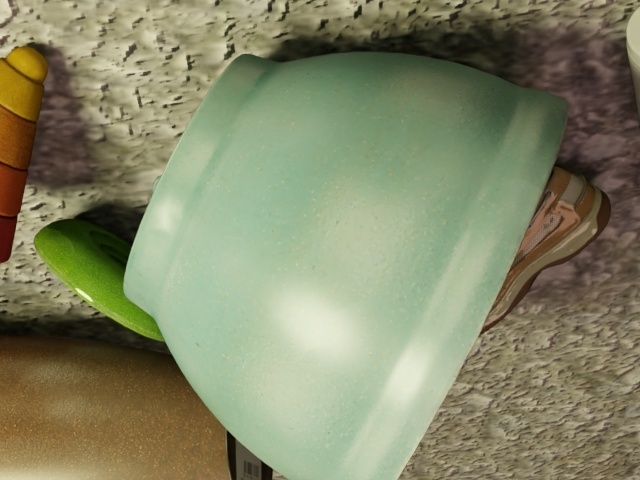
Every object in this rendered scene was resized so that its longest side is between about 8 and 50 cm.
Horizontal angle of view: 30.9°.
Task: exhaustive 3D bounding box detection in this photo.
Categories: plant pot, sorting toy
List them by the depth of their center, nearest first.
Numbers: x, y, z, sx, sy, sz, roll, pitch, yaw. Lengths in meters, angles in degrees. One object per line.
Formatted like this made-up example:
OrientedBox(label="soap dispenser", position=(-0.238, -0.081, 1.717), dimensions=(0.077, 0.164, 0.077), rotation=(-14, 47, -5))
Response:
OrientedBox(label="plant pot", position=(0.000, 0.000, 0.729), dimensions=(0.196, 0.293, 0.293), rotation=(27, 136, 1))
OrientedBox(label="sorting toy", position=(-0.136, -0.021, 0.816), dimensions=(0.365, 0.127, 0.126), rotation=(31, 98, -41))
OrientedBox(label="plant pot", position=(-0.161, 0.169, 0.898), dimensions=(0.230, 0.215, 0.215), rotation=(-6, 142, 15))

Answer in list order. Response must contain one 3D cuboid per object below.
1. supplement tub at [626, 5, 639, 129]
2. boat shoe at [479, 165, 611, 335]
OrientedBox(label="supplement tub", position=(0.244, -0.106, 0.770), dimensions=(0.071, 0.071, 0.107), rotation=(-16, 140, 10))
OrientedBox(label="boat shoe", position=(0.134, 0.009, 0.909), dimensions=(0.072, 0.068, 0.190), rotation=(32, 118, -23))
